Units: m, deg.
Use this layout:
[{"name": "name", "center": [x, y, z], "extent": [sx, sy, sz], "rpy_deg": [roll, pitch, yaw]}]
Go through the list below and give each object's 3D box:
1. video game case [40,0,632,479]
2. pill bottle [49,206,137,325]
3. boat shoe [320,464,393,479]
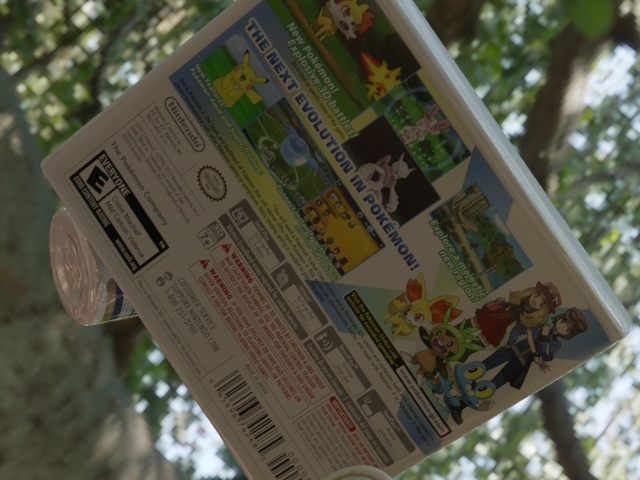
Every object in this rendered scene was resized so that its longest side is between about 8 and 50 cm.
[{"name": "video game case", "center": [0.000, 0.000, 1.119], "extent": [0.300, 0.036, 0.329], "rpy_deg": [-35, -93, 27]}, {"name": "pill bottle", "center": [-0.117, 0.006, 1.273], "extent": [0.094, 0.169, 0.094], "rpy_deg": [31, -54, 55]}, {"name": "boat shoe", "center": [-0.055, 0.275, 0.964], "extent": [0.095, 0.335, 0.112], "rpy_deg": [50, -3, -41]}]
